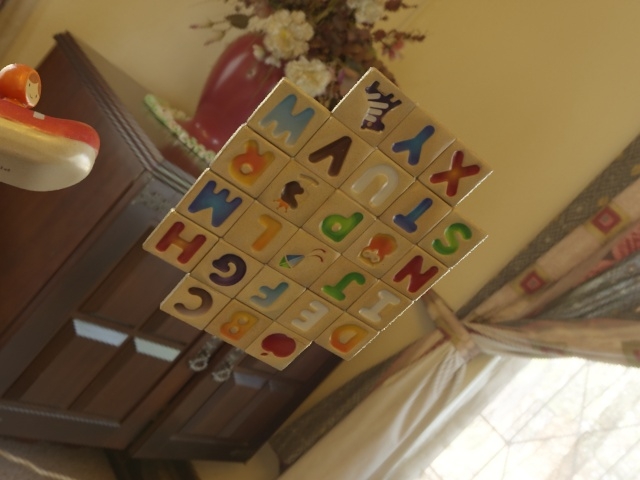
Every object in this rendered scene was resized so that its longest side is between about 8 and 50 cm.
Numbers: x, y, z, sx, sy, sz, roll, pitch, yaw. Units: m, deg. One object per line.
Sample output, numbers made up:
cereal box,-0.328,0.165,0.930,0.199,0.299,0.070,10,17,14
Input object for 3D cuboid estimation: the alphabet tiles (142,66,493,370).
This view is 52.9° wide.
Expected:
alphabet tiles,0.000,0.000,0.671,0.285,0.342,0.011,33,24,-27

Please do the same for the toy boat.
toy boat,-0.408,-0.165,0.851,0.231,0.151,0.151,20,-25,-28
